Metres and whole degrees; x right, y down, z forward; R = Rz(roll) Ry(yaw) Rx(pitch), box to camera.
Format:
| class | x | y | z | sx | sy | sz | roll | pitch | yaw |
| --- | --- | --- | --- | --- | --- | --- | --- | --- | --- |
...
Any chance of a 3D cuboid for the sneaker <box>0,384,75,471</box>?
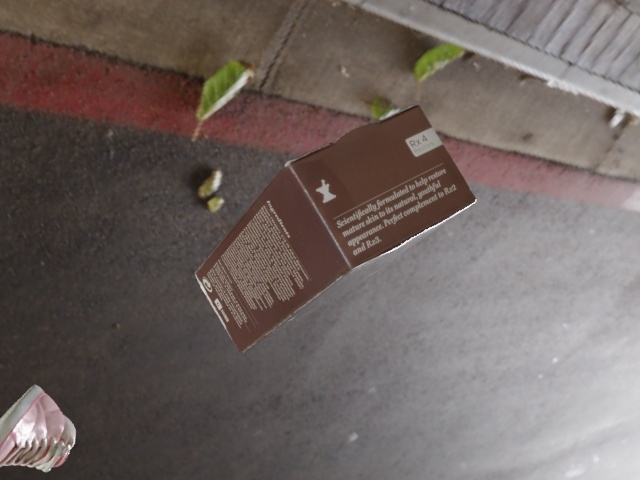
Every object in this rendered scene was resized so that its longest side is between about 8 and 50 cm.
| class | x | y | z | sx | sy | sz | roll | pitch | yaw |
| --- | --- | --- | --- | --- | --- | --- | --- | --- | --- |
| sneaker | -0.255 | 0.178 | 0.777 | 0.051 | 0.070 | 0.134 | -41 | -173 | 7 |

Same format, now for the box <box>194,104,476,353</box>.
| class | x | y | z | sx | sy | sz | roll | pitch | yaw |
| --- | --- | --- | --- | --- | --- | --- | --- | --- | --- |
| box | 0.000 | 0.000 | 1.088 | 0.191 | 0.143 | 0.381 | -27 | 171 | -29 |
